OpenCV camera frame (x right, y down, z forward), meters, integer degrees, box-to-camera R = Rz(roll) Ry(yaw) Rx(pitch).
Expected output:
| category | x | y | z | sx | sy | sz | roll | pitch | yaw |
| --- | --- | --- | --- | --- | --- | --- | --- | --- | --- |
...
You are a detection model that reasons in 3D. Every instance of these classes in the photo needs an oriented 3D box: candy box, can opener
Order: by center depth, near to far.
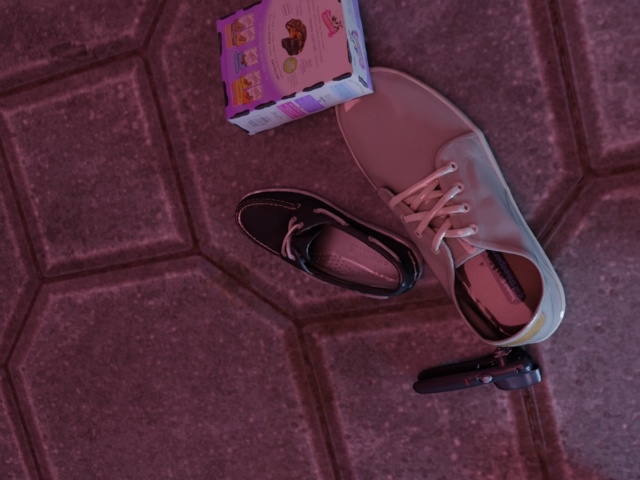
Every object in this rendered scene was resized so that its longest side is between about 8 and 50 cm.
| category | x | y | z | sx | sy | sz | roll | pitch | yaw |
| --- | --- | --- | --- | --- | --- | --- | --- | --- | --- |
| candy box | -0.038 | -0.256 | 1.128 | 0.196 | 0.070 | 0.164 | -15 | 70 | 24 |
| can opener | 0.219 | 0.193 | 1.176 | 0.186 | 0.059 | 0.073 | -15 | 98 | 23 |

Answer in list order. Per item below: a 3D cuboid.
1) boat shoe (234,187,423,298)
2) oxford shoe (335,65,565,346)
| category | x | y | z | sx | sy | sz | roll | pitch | yaw |
| --- | --- | --- | --- | --- | --- | --- | --- | --- | --- |
| boat shoe | 0.000 | 0.000 | 1.197 | 0.303 | 0.091 | 0.114 | 15 | 108 | 17 |
| oxford shoe | 0.170 | -0.046 | 1.101 | 0.169 | 0.130 | 0.449 | -36 | 86 | 29 |
